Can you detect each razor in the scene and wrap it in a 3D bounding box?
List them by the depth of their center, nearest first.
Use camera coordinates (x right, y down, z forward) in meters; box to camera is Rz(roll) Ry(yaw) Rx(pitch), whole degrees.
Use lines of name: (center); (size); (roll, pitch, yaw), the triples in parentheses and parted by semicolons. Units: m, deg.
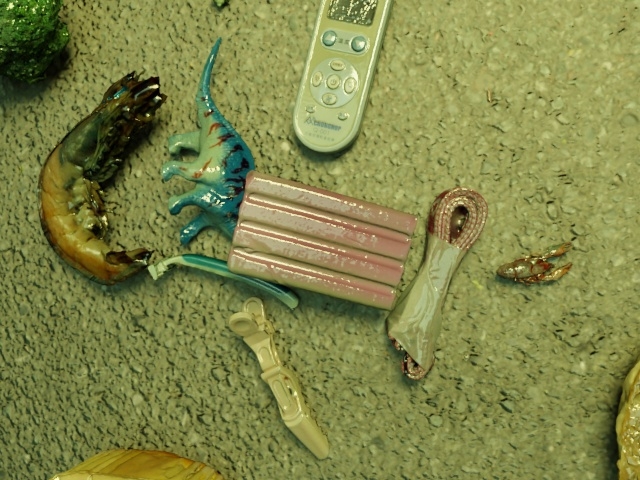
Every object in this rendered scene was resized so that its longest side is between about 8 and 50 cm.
razor: (-0.118, 0.047, 0.681); (0.191, 0.068, 0.037); (14, 104, 5)

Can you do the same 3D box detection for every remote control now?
remote control: (0.029, -0.226, 0.646); (0.087, 0.047, 0.244); (16, 95, 15)

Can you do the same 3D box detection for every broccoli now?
broccoli: (-0.436, -0.335, 0.662); (0.269, 0.270, 0.270); (5, 57, 12)

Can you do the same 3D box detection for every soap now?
soap: (0.000, 0.000, 0.624); (0.203, 0.065, 0.122); (15, 95, -3)

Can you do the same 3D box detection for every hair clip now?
hair clip: (-0.050, 0.178, 0.660); (0.034, 0.072, 0.226); (-27, 87, 14)

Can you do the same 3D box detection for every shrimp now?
shrimp: (0.253, 0.032, 0.612); (0.092, 0.029, 0.038); (-22, 86, 8)
shrimp: (-0.266, -0.069, 0.681); (0.290, 0.054, 0.222); (-45, 71, 22)

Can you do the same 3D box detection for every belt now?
belt: (0.133, 0.047, 0.627); (0.071, 0.053, 0.232); (18, 95, 3)

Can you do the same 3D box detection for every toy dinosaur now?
toy dinosaur: (-0.138, -0.077, 0.671); (0.144, 0.076, 0.329); (-19, 92, 1)

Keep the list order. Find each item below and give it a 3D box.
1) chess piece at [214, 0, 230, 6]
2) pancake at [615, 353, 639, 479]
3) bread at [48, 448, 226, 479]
chess piece: (-0.127, -0.350, 0.681); (0.042, 0.042, 0.093); (6, 98, 12)
pancake: (0.498, 0.209, 0.536); (0.386, 0.082, 0.387); (0, 89, 9)
bread: (-0.226, 0.362, 0.669); (0.250, 0.133, 0.179); (2, 91, 11)
